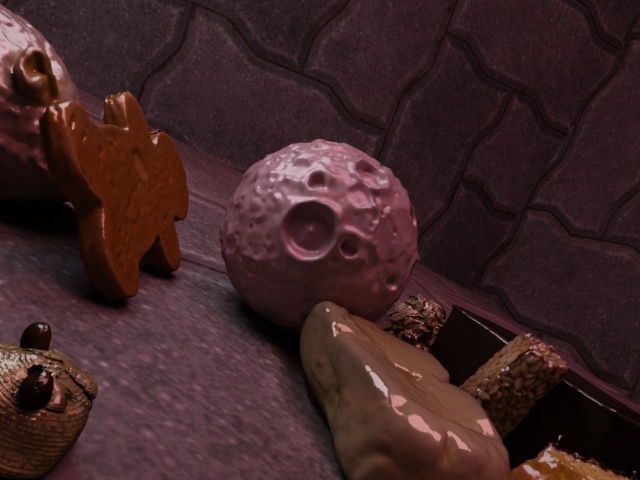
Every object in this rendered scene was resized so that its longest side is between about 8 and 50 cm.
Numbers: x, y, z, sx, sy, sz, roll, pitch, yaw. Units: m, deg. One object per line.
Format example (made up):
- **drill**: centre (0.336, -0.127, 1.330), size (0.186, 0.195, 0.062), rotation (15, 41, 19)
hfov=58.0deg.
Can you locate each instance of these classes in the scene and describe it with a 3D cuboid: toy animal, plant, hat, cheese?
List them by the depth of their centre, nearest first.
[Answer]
- **hat**: centre (-0.161, 0.082, 0.313), size (0.076, 0.059, 0.077), rotation (33, 2, -12)
- **cheese**: centre (0.071, 0.161, 0.559), size (0.159, 0.093, 0.263), rotation (24, 10, -22)
- **toy animal**: centre (-0.376, -0.163, 0.596), size (0.358, 0.188, 0.226), rotation (35, 1, -26)
- **plant**: centre (0.136, 0.143, 0.919), size (0.104, 0.117, 0.121), rotation (41, -21, -33)

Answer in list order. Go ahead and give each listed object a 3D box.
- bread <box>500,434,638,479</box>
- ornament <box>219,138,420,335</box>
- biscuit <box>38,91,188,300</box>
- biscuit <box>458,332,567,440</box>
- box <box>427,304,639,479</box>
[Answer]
- **bread**: centre (0.242, 0.254, 0.414), size (0.260, 0.129, 0.134), rotation (25, 8, -18)
- **ornament**: centre (0.000, 0.000, 0.744), size (0.259, 0.260, 0.225), rotation (31, -1, 9)
- **biscuit**: centre (-0.216, -0.058, 0.660), size (0.047, 0.216, 0.340), rotation (-10, 17, 3)
- **biscuit**: centre (0.195, 0.176, 0.641), size (0.070, 0.168, 0.082), rotation (40, 12, -2)
- **box**: centre (0.271, 0.221, 0.743), size (0.184, 0.143, 0.273), rotation (25, 8, -36)
